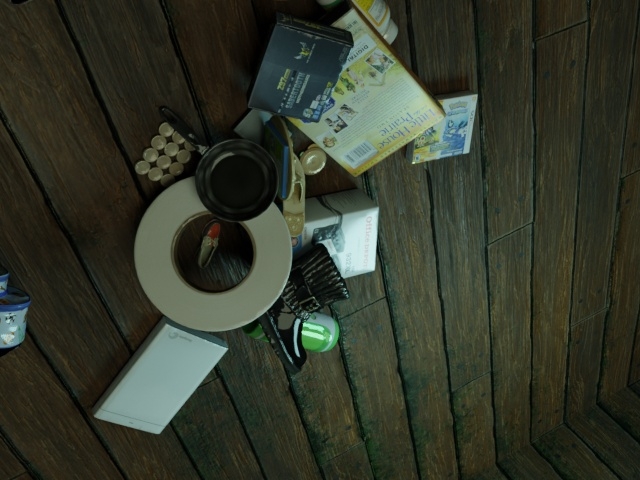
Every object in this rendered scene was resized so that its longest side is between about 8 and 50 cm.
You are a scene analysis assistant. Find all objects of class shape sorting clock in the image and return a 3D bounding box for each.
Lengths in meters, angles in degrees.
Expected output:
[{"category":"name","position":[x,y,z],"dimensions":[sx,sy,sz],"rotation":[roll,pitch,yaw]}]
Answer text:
[{"category":"shape sorting clock","position":[-0.096,-0.200,1.590],"dimensions":[0.040,0.206,0.206],"rotation":[-12,125,-22]}]

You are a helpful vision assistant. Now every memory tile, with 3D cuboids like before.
[{"category":"memory tile","position":[-0.372,-0.207,1.589],"dimensions":[0.113,0.012,0.148],"rotation":[27,104,-39]}]

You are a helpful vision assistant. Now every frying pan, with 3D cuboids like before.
[{"category":"frying pan","position":[-0.259,-0.166,1.560],"dimensions":[0.326,0.053,0.197],"rotation":[21,89,-5]}]

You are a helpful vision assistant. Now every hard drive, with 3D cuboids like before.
[{"category":"hard drive","position":[-0.148,-0.278,1.662],"dimensions":[0.094,0.022,0.135],"rotation":[-47,131,5]},{"category":"hard drive","position":[-0.463,0.400,1.909],"dimensions":[0.233,0.047,0.353],"rotation":[32,101,-40]}]

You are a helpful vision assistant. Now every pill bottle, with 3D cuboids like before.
[{"category":"pill bottle","position":[0.092,-0.548,1.559],"dimensions":[0.117,0.117,0.208],"rotation":[-50,130,7]}]

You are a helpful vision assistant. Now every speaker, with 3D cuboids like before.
[{"category":"speaker","position":[-0.088,0.257,1.976],"dimensions":[0.296,0.131,0.131],"rotation":[19,109,-37]}]

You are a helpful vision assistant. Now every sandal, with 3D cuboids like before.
[{"category":"sandal","position":[-0.068,-0.131,1.681],"dimensions":[0.088,0.079,0.240],"rotation":[-4,85,-21]}]

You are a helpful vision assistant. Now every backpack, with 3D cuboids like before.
[{"category":"backpack","position":[-0.784,0.146,1.445],"dimensions":[0.263,0.276,0.213],"rotation":[16,98,-39]}]

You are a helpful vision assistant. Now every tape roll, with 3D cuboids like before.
[{"category":"tape roll","position":[-0.261,0.028,1.626],"dimensions":[0.392,0.072,0.392],"rotation":[0,92,-4]}]

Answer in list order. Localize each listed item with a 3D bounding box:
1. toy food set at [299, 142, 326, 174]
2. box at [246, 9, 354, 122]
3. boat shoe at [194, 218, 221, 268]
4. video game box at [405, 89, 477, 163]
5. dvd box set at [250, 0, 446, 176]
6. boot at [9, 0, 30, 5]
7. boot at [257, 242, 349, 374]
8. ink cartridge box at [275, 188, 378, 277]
[{"category":"toy food set","position":[-0.023,-0.216,1.774],"dimensions":[0.082,0.020,0.083],"rotation":[-41,131,0]},{"category":"box","position":[-0.051,-0.387,1.490],"dimensions":[0.183,0.059,0.233],"rotation":[10,136,-19]},{"category":"boat shoe","position":[-0.298,0.009,1.751],"dimensions":[0.049,0.043,0.137],"rotation":[16,109,-34]},{"category":"video game box","position":[0.349,-0.328,1.894],"dimensions":[0.205,0.048,0.187],"rotation":[-14,123,-22]},{"category":"dvd box set","position":[0.079,-0.361,1.639],"dimensions":[0.307,0.062,0.420],"rotation":[-32,135,25]},{"category":"boot","position":[-0.467,-0.506,1.213],"dimensions":[0.248,0.207,0.090],"rotation":[-28,130,-10]},{"category":"boot","position":[-0.036,0.195,1.791],"dimensions":[0.260,0.131,0.348],"rotation":[-27,128,-8]},{"category":"ink cartridge box","position":[0.000,0.000,1.854],"dimensions":[0.307,0.129,0.223],"rotation":[-13,124,-21]}]
